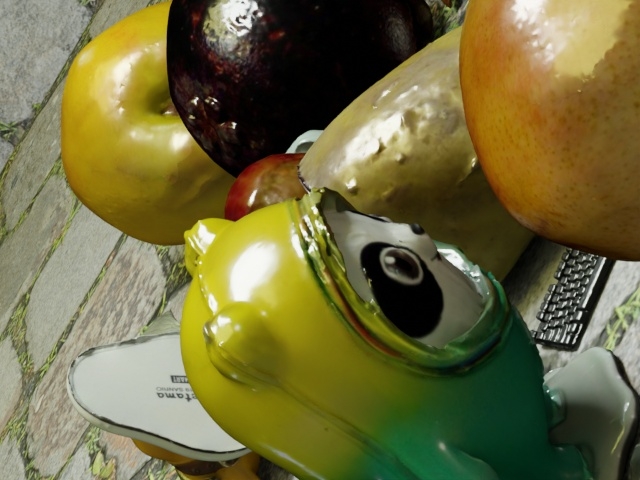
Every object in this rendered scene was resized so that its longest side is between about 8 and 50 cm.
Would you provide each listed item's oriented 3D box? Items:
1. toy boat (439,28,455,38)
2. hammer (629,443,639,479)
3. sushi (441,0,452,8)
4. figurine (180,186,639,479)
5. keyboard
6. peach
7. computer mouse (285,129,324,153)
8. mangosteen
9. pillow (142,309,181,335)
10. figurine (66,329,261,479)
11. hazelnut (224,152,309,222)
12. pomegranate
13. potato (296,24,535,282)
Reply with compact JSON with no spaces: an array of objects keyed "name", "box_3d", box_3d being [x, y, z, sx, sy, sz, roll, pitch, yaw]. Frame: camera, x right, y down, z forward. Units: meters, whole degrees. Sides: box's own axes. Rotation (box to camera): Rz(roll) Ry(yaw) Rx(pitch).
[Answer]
[{"name":"toy boat","box_3d":[0.130,-0.194,1.963,0.038,0.038,0.083,-37,31,47]},{"name":"hammer","box_3d":[0.271,0.188,1.154,0.290,0.037,0.137,-18,47,61]},{"name":"sushi","box_3d":[0.154,-0.321,2.041,0.120,0.055,0.052,-60,-25,-18]},{"name":"figurine","box_3d":[0.048,0.103,1.353,0.231,0.340,0.323,-54,20,17]},{"name":"keyboard","box_3d":[0.228,-0.001,1.521,0.060,0.018,0.195,3,66,64]},{"name":"peach","box_3d":[-0.185,-0.137,2.268,0.308,0.289,0.289,124,170,-76]},{"name":"computer mouse","box_3d":[-0.002,-0.027,1.906,0.231,0.128,0.079,122,151,-49]},{"name":"mangosteen","box_3d":[-0.012,-0.194,1.989,0.297,0.313,0.297,17,112,52]},{"name":"pillow","box_3d":[-0.192,0.170,2.228,0.148,0.050,0.229,-66,24,1]},{"name":"figurine","box_3d":[-0.148,0.196,1.883,0.166,0.250,0.141,-93,19,-49]},{"name":"hazelnut","box_3d":[0.000,0.000,1.790,0.178,0.204,0.178,-59,6,10]},{"name":"pomegranate","box_3d":[0.248,-0.131,1.275,0.319,0.319,0.319,-48,24,31]},{"name":"potato","box_3d":[0.143,-0.102,1.604,0.266,0.229,0.229,-51,23,12]}]
